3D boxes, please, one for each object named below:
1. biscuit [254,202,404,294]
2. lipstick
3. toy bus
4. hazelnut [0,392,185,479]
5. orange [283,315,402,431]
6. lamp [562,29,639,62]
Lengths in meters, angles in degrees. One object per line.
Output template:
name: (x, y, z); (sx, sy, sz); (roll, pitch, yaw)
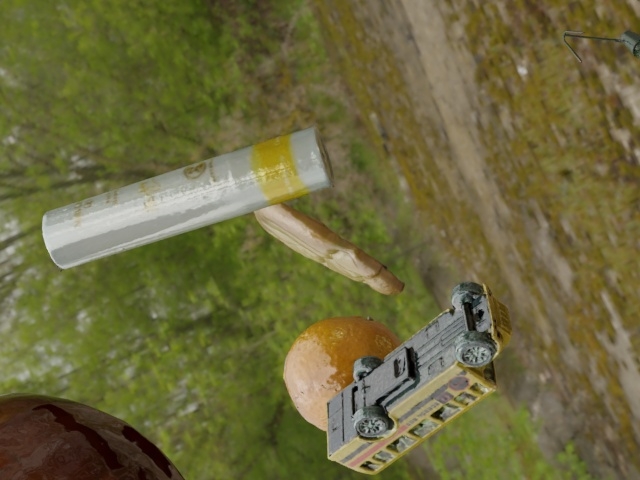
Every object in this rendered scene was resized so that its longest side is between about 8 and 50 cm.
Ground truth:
biscuit: (-0.002, 0.005, 1.257); (0.203, 0.041, 0.260); (30, 175, -28)
lipstick: (-0.120, -0.037, 0.913); (0.059, 0.264, 0.059); (-17, -90, -82)
toy bus: (0.144, 0.202, 1.446); (0.123, 0.335, 0.121); (33, -147, -25)
hazelnut: (-0.255, 0.322, 0.825); (0.409, 0.359, 0.359); (111, 139, -57)
orange: (0.049, 0.224, 1.693); (0.193, 0.219, 0.219); (-61, -40, -36)
lamp: (0.417, -0.291, 1.484); (0.054, 0.121, 0.041); (-121, 32, -48)
